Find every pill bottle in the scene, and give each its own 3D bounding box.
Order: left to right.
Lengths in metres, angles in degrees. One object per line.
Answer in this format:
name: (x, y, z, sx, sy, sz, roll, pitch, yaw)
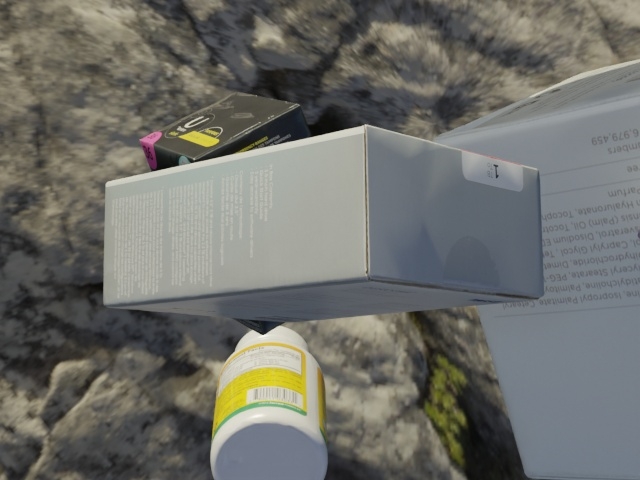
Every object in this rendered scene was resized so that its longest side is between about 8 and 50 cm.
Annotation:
pill bottle: (-0.052, 0.175, 1.235, 0.117, 0.208, 0.118, -1, 115, -1)

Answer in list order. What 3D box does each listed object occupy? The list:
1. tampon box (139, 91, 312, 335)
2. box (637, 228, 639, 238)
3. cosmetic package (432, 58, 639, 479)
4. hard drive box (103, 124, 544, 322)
tampon box: (-0.058, -0.026, 0.977, 0.101, 0.120, 0.161, -29, 113, -21)
box: (0.392, 0.077, 0.953, 0.063, 0.067, 0.324, -34, 65, -13)
cosmetic package: (0.378, 0.012, 1.258, 0.327, 0.329, 0.394, -9, 101, 44)
hard drive box: (0.000, 0.000, 0.777, 0.232, 0.181, 0.089, -7, 80, 41)
